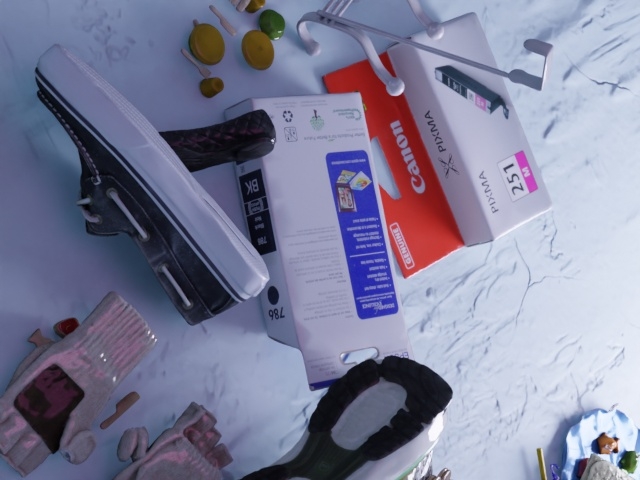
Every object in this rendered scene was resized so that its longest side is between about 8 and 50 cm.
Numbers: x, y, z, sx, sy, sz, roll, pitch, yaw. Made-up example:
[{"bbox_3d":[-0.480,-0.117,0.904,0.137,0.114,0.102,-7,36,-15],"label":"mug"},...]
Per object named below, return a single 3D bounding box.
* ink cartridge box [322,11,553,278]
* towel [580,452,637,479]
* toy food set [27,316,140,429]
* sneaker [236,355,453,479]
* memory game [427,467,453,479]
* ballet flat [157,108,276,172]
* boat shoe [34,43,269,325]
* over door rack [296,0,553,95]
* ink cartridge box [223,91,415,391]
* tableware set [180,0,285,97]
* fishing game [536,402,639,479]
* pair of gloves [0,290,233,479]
[{"bbox_3d":[0.149,-0.121,1.867,0.239,0.060,0.275,-27,97,-40],"label":"ink cartridge box"},{"bbox_3d":[0.378,0.347,1.918,0.148,0.027,0.110,32,70,-22],"label":"towel"},{"bbox_3d":[-0.238,0.128,1.527,0.078,0.019,0.122,-42,104,-37],"label":"toy food set"},{"bbox_3d":[0.000,0.314,1.598,0.410,0.158,0.182,-39,134,-24],"label":"sneaker"},{"bbox_3d":[0.102,0.336,1.673,0.186,0.012,0.186,-53,156,-35],"label":"memory game"},{"bbox_3d":[-0.133,-0.105,1.625,0.173,0.057,0.049,-8,59,-16],"label":"ballet flat"},{"bbox_3d":[-0.191,-0.043,1.534,0.119,0.121,0.335,-38,108,4],"label":"boat shoe"},{"bbox_3d":[0.167,-0.274,1.775,0.239,0.324,0.108,-56,146,-33],"label":"over door rack"},{"bbox_3d":[0.000,0.000,1.717,0.165,0.065,0.332,-6,82,-39],"label":"ink cartridge box"},{"bbox_3d":[-0.099,-0.227,1.720,0.104,0.024,0.154,46,55,-25],"label":"tableware set"},{"bbox_3d":[0.384,0.307,1.965,0.264,0.041,0.189,0,82,-38],"label":"fishing game"},{"bbox_3d":[-0.205,0.199,1.496,0.204,0.042,0.240,-39,106,-25],"label":"pair of gloves"}]
